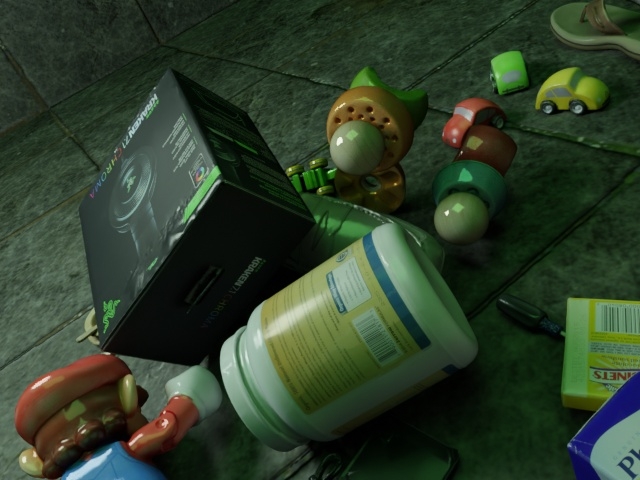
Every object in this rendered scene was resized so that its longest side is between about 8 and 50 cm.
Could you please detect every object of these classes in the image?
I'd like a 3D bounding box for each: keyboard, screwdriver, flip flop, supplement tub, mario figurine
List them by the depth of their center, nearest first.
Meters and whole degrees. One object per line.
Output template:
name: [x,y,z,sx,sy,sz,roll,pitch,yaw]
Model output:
keyboard: [0.027,0.225,0.464,0.108,0.023,0.180,20,54,39]
screwdriver: [0.232,0.088,0.508,0.024,0.025,0.170,-39,36,-18]
supplement tub: [0.024,0.092,0.513,0.200,0.144,0.144,-33,33,13]
mario figurine: [-0.174,0.239,0.525,0.198,0.170,0.320,-3,33,-34]
flip flop: [0.474,-0.346,0.874,0.112,0.080,0.277,-27,34,-2]

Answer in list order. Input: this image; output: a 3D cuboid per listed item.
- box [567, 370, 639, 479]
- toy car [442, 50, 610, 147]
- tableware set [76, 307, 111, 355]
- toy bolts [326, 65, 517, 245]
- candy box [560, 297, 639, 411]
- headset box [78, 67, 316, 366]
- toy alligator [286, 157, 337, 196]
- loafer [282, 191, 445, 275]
box: [0.228,0.166,0.318,0.072,0.126,0.137,-38,35,-13]
toy car: [0.301,-0.246,0.877,0.239,0.053,0.224,-13,37,18]
tableware set: [-0.256,0.086,0.802,0.194,0.039,0.128,-24,40,3]
toy bolts: [0.104,-0.065,0.677,0.229,0.218,0.158,23,44,7]
candy box: [0.303,0.095,0.437,0.206,0.027,0.105,1,45,27]
headset box: [-0.165,-0.023,0.676,0.246,0.131,0.283,-49,44,19]
toy alligator: [-0.037,-0.086,0.891,0.190,0.056,0.051,-16,-4,13]
loafer: [0.000,0.000,0.678,0.320,0.112,0.111,11,78,46]
